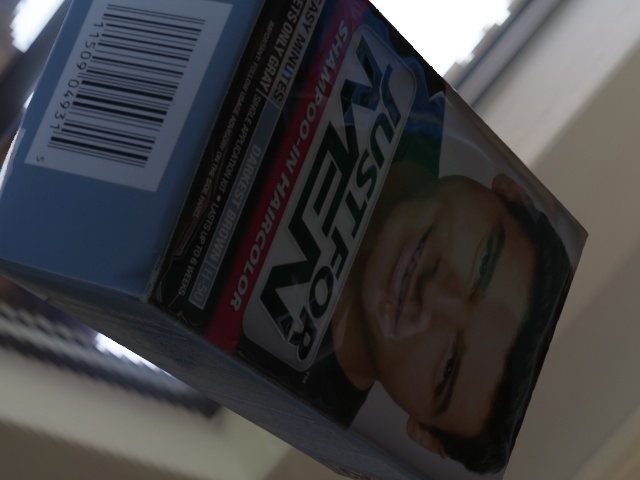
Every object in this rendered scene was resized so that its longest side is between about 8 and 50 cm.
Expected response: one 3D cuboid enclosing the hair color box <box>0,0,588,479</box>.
[{"bbox_3d":[0.000,0.000,1.015,0.113,0.185,0.374,14,166,32],"label":"hair color box"}]
